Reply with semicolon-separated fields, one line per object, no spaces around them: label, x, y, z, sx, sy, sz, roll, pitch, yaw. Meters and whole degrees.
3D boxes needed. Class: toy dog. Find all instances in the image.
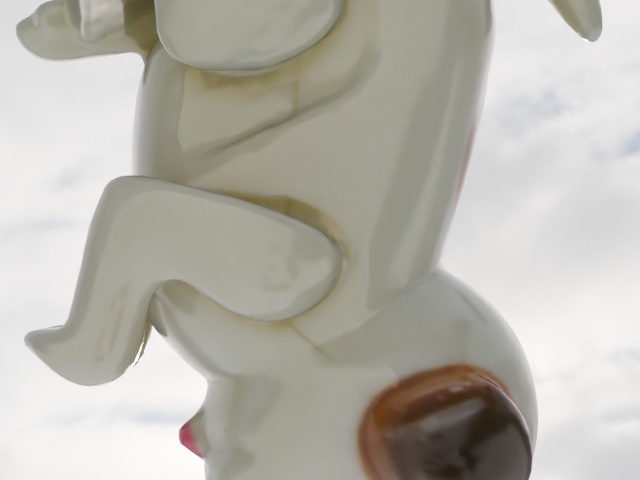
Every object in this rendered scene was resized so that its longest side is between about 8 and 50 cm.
toy dog;0.000;0.000;0.995;0.395;0.408;0.284;-11;-7;-18
